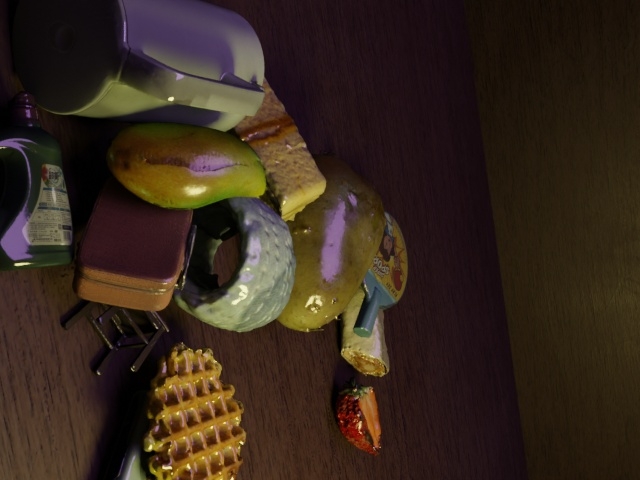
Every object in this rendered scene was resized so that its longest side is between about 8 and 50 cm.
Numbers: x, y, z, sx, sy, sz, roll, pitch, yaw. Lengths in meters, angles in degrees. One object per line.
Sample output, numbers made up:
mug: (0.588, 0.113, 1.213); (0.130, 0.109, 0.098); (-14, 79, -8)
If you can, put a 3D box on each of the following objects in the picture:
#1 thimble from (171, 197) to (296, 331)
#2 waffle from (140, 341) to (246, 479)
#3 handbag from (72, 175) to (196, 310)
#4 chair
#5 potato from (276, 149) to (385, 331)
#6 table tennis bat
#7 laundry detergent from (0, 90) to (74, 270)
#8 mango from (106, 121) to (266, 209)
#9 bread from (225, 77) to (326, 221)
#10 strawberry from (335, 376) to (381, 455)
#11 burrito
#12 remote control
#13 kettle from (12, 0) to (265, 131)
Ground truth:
thimble: (-0.157, 0.018, 1.162); (0.172, 0.204, 0.250); (32, 35, -59)
waffle: (-0.190, 0.279, 1.109); (0.238, 0.058, 0.243); (57, 31, -38)
handbag: (-0.251, 0.005, 1.014); (0.193, 0.151, 0.072); (-86, -164, -49)
chair: (-0.268, 0.086, 1.071); (0.101, 0.084, 0.212); (65, 32, -27)
potato: (-0.014, -0.005, 1.433); (0.269, 0.219, 0.359); (40, 53, -28)
table tennis bat: (0.134, 0.076, 1.701); (0.215, 0.044, 0.329); (51, 44, -37)
laundry detergent: (-0.370, -0.075, 0.903); (0.144, 0.078, 0.222); (-6, 91, -67)
mango: (-0.180, -0.100, 1.025); (0.232, 0.111, 0.125); (12, 72, -27)
bread: (-0.103, -0.164, 1.270); (0.266, 0.141, 0.178); (58, 3, 5)
strawberry: (0.085, 0.406, 1.691); (0.192, 0.085, 0.140); (59, 28, -49)
burrito: (0.105, 0.181, 1.762); (0.143, 0.105, 0.299); (15, 69, -66)
remote control: (-0.262, 0.371, 1.049); (0.140, 0.056, 0.296); (53, 39, -44)
kettle: (-0.232, -0.241, 1.042); (0.265, 0.205, 0.318); (59, 24, 13)
